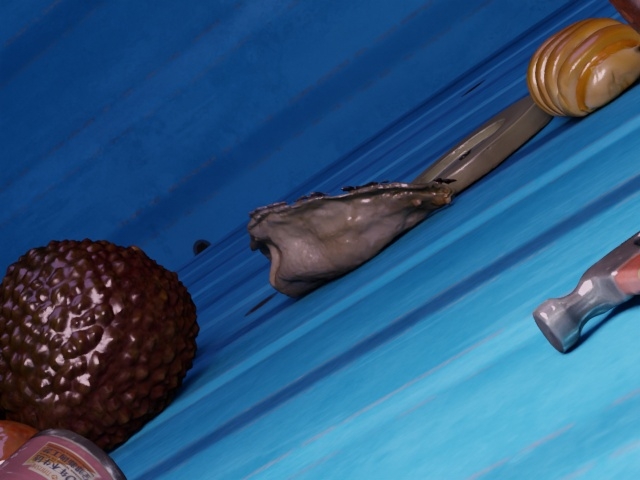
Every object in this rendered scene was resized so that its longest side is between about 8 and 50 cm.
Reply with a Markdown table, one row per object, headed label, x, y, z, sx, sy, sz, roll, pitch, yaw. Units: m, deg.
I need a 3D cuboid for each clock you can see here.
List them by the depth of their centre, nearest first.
| label | x | y | z | sx | sy | sz | roll | pitch | yaw |
| --- | --- | --- | --- | --- | --- | --- | --- | --- | --- |
| clock | 0.173 | -0.092 | 1.981 | 0.235 | 0.029 | 0.235 | -38 | 5 | 4 |

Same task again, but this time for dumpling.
| label | x | y | z | sx | sy | sz | roll | pitch | yaw |
| --- | --- | --- | --- | --- | --- | --- | --- | --- | --- |
| dumpling | 0.003 | 0.003 | 1.904 | 0.166 | 0.086 | 0.332 | 0 | -17 | -34 |

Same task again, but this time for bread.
| label | x | y | z | sx | sy | sz | roll | pitch | yaw |
| --- | --- | --- | --- | --- | --- | --- | --- | --- | --- |
| bread | 0.286 | -0.188 | 1.801 | 0.119 | 0.084 | 0.177 | -37 | 9 | -3 |

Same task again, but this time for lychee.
| label | x | y | z | sx | sy | sz | roll | pitch | yaw |
| --- | --- | --- | --- | --- | --- | --- | --- | --- | --- |
| lychee | -0.260 | 0.115 | 1.881 | 0.236 | 0.236 | 0.271 | -31 | 24 | 44 |

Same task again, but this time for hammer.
| label | x | y | z | sx | sy | sz | roll | pitch | yaw |
| --- | --- | --- | --- | --- | --- | --- | --- | --- | --- |
| hammer | 0.197 | 0.016 | 0.843 | 0.111 | 0.033 | 0.288 | -38 | 6 | -10 |

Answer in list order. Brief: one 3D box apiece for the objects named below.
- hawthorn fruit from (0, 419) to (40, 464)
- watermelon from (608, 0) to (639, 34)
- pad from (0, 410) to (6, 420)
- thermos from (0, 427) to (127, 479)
| label | x | y | z | sx | sy | sz | roll | pitch | yaw |
| --- | --- | --- | --- | --- | --- | --- | --- | --- | --- |
| hawthorn fruit | -0.268 | 0.236 | 1.493 | 0.149 | 0.149 | 0.189 | -34 | -34 | 24 |
| watermelon | 0.319 | -0.300 | 1.638 | 0.193 | 0.256 | 0.140 | -43 | -3 | 34 |
| pad | -0.372 | 0.195 | 1.897 | 0.004 | 0.267 | 0.181 | 0 | 7 | 1 |
| thermos | -0.279 | 0.273 | 1.214 | 0.136 | 0.109 | 0.330 | -31 | 8 | 42 |
